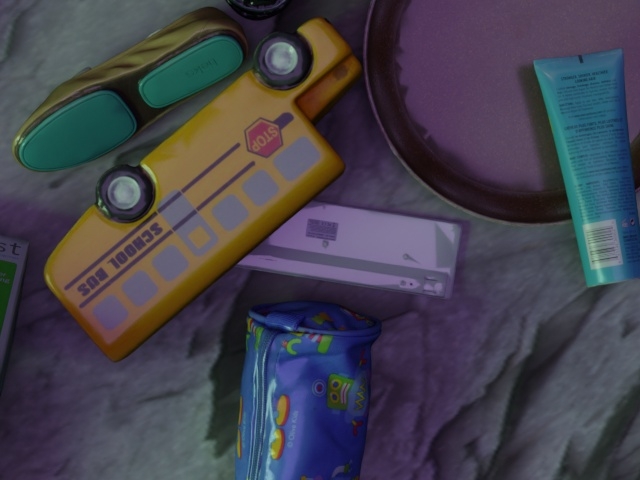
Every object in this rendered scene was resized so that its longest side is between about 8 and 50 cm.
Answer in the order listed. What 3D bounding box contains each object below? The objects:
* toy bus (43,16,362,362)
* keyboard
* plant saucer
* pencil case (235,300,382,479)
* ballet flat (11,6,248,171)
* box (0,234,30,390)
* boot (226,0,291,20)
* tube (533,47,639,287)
[{"bbox_3d":[-0.093,-0.049,1.506,0.332,0.108,0.130,-40,88,-2],"label":"toy bus"},{"bbox_3d":[0.000,0.000,1.572,0.256,0.014,0.072,9,87,-3],"label":"keyboard"},{"bbox_3d":[0.192,-0.168,1.550,0.310,0.050,0.311,0,94,-2],"label":"plant saucer"},{"bbox_3d":[-0.025,0.206,1.522,0.119,0.133,0.306,9,92,31],"label":"pencil case"},{"bbox_3d":[-0.173,-0.136,1.533,0.232,0.073,0.080,-27,133,-2],"label":"ballet flat"},{"bbox_3d":[-0.392,0.083,1.431,0.261,0.231,0.127,12,122,-7],"label":"box"},{"bbox_3d":[-0.095,-0.299,1.455,0.094,0.207,0.246,-31,93,0],"label":"boot"},{"bbox_3d":[0.245,-0.064,1.512,0.080,0.052,0.207,-9,88,-6],"label":"tube"}]
